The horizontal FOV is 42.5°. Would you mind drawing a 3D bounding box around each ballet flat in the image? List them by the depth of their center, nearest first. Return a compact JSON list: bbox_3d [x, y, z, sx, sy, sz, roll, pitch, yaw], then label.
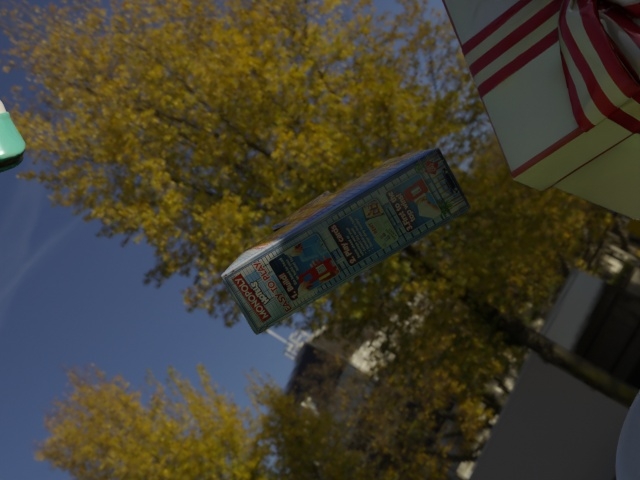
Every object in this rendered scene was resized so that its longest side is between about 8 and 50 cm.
[{"bbox_3d":[-0.358,-0.124,0.833,0.083,0.247,0.087,-14,-71,-25],"label":"ballet flat"}]

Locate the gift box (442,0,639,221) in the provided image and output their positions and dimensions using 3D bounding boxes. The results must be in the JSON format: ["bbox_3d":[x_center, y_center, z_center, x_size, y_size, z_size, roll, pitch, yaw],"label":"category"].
[{"bbox_3d":[0.272,-0.196,0.676,0.258,0.255,0.276,12,-42,-41],"label":"gift box"}]

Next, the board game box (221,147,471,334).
[{"bbox_3d":[0.000,0.000,0.713,0.194,0.060,0.194,-32,9,-14],"label":"board game box"}]

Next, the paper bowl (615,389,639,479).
[{"bbox_3d":[0.382,0.194,0.743,0.284,0.148,0.284,-59,4,7],"label":"paper bowl"}]
